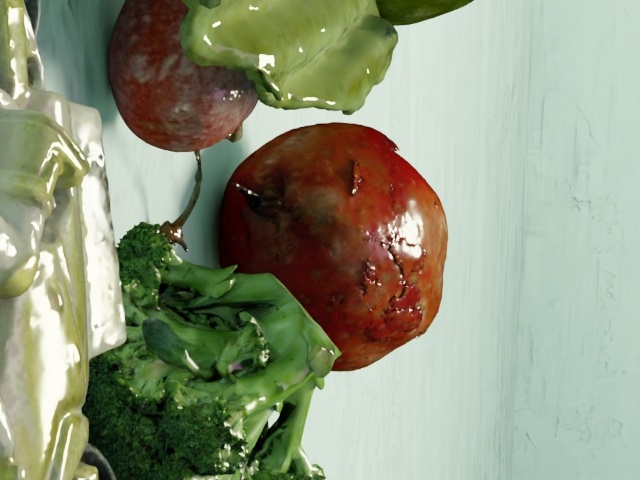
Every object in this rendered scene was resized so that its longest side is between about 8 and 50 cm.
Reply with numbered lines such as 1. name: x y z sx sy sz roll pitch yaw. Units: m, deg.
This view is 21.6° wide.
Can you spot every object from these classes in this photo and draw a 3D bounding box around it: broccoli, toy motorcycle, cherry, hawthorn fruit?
1. broccoli: -0.071 0.086 0.990 0.156 0.195 0.195 -41 164 2
2. toy motorcycle: -0.155 0.025 0.657 0.223 0.107 0.341 -27 113 -63
3. cherry: -0.083 -0.067 1.000 0.107 0.090 0.226 -85 -177 -57
4. hawthorn fruit: 0.000 0.000 1.217 0.235 0.181 0.181 37 60 -64

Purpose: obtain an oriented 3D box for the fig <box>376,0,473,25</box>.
1. fig: 0.103 -0.274 1.351 0.195 0.244 0.195 -9 90 -72

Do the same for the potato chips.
1. potato chips: -0.025 -0.261 0.917 0.389 0.097 0.373 7 91 -63
